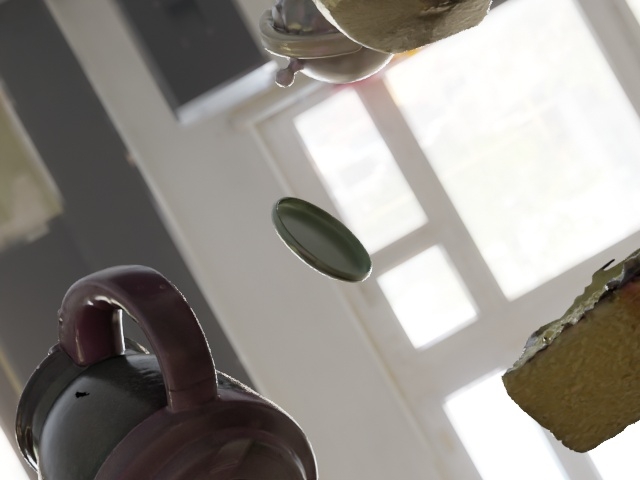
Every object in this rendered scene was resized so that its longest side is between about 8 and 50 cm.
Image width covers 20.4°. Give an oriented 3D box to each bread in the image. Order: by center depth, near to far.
[{"bbox_3d":[0.271,0.048,1.405,0.266,0.142,0.178,-36,-168,19],"label":"bread"}]

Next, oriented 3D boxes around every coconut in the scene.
[{"bbox_3d":[0.061,-0.223,1.333,0.161,0.161,0.162,-29,-143,-9],"label":"coconut"}]

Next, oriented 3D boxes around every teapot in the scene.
[{"bbox_3d":[-0.087,0.092,0.810,0.116,0.148,0.146,-43,-141,-12],"label":"teapot"}]

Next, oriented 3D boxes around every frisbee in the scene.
[{"bbox_3d":[0.000,0.000,1.625,0.014,0.110,0.110,-53,169,22],"label":"frisbee"}]

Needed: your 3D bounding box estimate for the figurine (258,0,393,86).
[{"bbox_3d":[0.041,-0.233,1.685,0.237,0.141,0.162,-32,-148,-17],"label":"figurine"}]
